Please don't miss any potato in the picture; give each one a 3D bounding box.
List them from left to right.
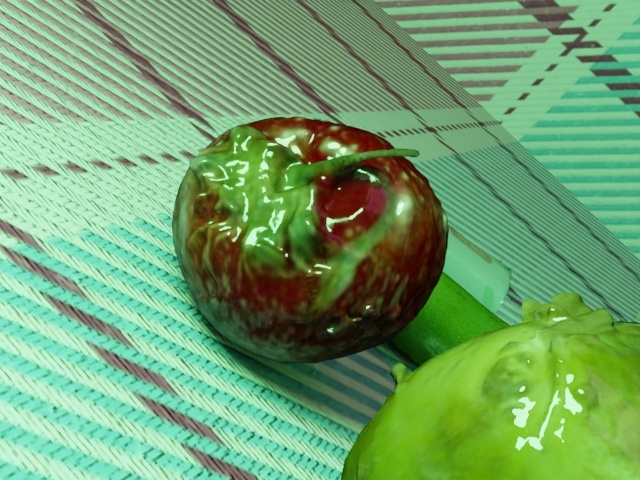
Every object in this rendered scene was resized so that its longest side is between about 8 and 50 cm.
[{"bbox_3d":[0.126,0.189,0.689,0.196,0.246,0.299,-1,46,-29],"label":"potato"}]

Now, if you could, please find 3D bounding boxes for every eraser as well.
[{"bbox_3d":[0.066,-0.017,1.218,0.227,0.081,0.174,37,1,-15],"label":"eraser"}]

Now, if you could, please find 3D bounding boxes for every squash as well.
[{"bbox_3d":[0.135,0.098,1.131,0.292,0.082,0.082,36,18,-26],"label":"squash"}]

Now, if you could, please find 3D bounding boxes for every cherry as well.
[{"bbox_3d":[0.000,0.000,0.900,0.250,0.192,0.175,16,68,-75],"label":"cherry"}]
